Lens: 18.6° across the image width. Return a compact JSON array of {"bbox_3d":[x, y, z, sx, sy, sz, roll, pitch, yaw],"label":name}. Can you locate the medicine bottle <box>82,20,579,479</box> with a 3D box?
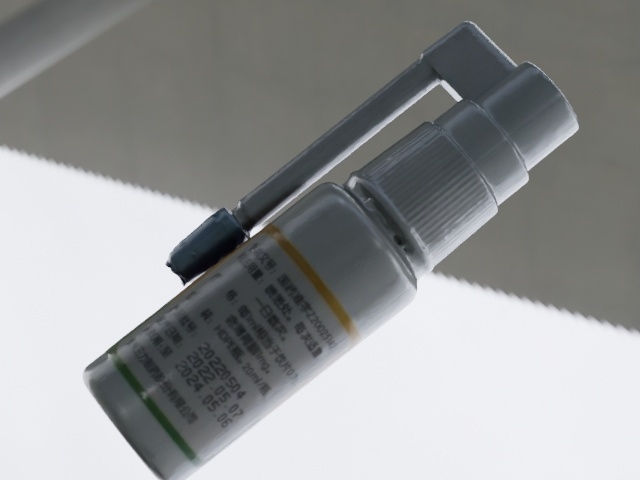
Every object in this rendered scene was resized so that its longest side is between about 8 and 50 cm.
[{"bbox_3d":[0.000,0.000,0.792,0.092,0.221,0.061,48,-6,37],"label":"medicine bottle"}]
